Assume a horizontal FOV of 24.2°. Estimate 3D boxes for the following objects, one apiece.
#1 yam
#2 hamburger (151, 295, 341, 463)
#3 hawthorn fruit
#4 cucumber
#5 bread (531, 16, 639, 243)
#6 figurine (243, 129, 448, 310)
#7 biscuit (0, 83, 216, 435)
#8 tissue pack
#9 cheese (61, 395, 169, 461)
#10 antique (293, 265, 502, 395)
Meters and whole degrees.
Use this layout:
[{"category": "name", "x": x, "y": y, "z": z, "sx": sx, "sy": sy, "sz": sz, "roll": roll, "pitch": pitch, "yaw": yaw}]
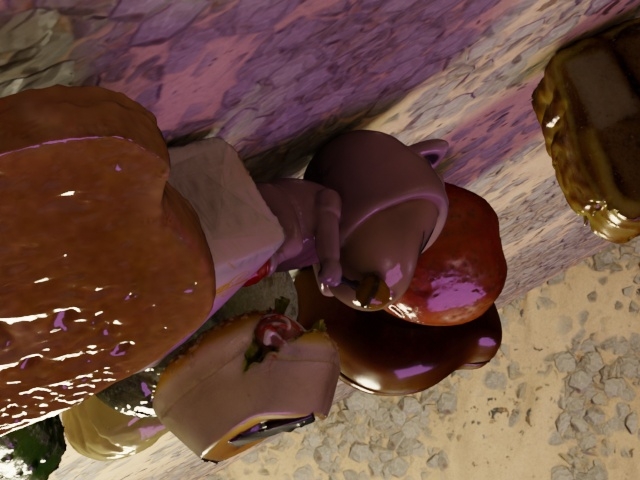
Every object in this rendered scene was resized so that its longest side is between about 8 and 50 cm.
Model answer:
[{"category": "yam", "x": -0.126, "y": 0.089, "z": 1.540, "sx": 0.154, "sy": 0.154, "sz": 0.254, "roll": -19, "pitch": 163, "yaw": -45}, {"category": "hamburger", "x": -0.064, "y": 0.129, "z": 1.361, "sx": 0.173, "sy": 0.116, "sz": 0.210, "roll": -24, "pitch": 168, "yaw": 3}, {"category": "hawthorn fruit", "x": 0.120, "y": 0.020, "z": 1.789, "sx": 0.200, "sy": 0.179, "sz": 0.179, "roll": -10, "pitch": 159, "yaw": -35}, {"category": "cucumber", "x": -0.324, "y": 0.163, "z": 1.430, "sx": 0.134, "sy": 0.134, "sz": 0.244, "roll": -28, "pitch": 161, "yaw": -10}, {"category": "bread", "x": 0.330, "y": -0.121, "z": 1.585, "sx": 0.181, "sy": 0.222, "sz": 0.096, "roll": -18, "pitch": 163, "yaw": -11}, {"category": "figurine", "x": 0.000, "y": 0.000, "z": 1.388, "sx": 0.287, "sy": 0.186, "sz": 0.176, "roll": -10, "pitch": 155, "yaw": -36}, {"category": "biscuit", "x": -0.262, "y": 0.039, "z": 0.953, "sx": 0.385, "sy": 0.062, "sz": 0.365, "roll": -18, "pitch": 151, "yaw": -5}, {"category": "tissue pack", "x": -0.169, "y": 0.031, "z": 1.216, "sx": 0.185, "sy": 0.124, "sz": 0.225, "roll": -15, "pitch": 161, "yaw": -43}, {"category": "cheese", "x": -0.204, "y": 0.182, "z": 1.819, "sx": 0.226, "sy": 0.117, "sz": 0.214, "roll": -28, "pitch": 175, "yaw": -35}, {"category": "antique", "x": 0.097, "y": 0.096, "z": 1.928, "sx": 0.278, "sy": 0.223, "sz": 0.129, "roll": 9, "pitch": 140, "yaw": -8}]
